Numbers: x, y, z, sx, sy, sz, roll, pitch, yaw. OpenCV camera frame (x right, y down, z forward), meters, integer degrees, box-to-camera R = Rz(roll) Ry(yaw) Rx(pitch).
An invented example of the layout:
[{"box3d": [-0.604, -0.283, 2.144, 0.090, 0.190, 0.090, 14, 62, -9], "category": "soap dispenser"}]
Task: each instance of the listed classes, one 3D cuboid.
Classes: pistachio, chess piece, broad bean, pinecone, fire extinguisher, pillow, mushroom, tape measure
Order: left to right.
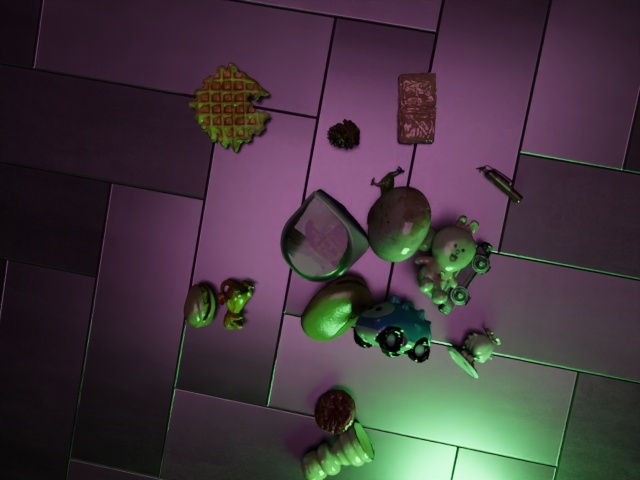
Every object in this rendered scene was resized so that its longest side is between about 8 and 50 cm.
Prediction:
[{"box3d": [-0.407, 0.218, 1.826, 0.113, 0.113, 0.149, 2, 79, 4], "category": "pistachio"}, {"box3d": [0.001, -0.001, 1.761, 0.262, 0.138, 0.259, -45, 88, 6], "category": "tape measure"}, {"box3d": [0.045, 0.720, 1.812, 0.243, 0.133, 0.133, -31, 91, 10], "category": "chess piece"}, {"box3d": [0.049, 0.226, 1.768, 0.189, 0.121, 0.263, 36, 99, -33], "category": "broad bean"}, {"box3d": [0.075, -0.346, 1.757, 0.109, 0.102, 0.102, 9, 94, 14], "category": "pinecone"}, {"box3d": [0.272, -0.042, 1.705, 0.243, 0.243, 0.244, 0, 94, 4], "category": "mushroom"}, {"box3d": [0.314, -0.429, 1.759, 0.126, 0.043, 0.233, 1, 91, -1], "category": "pillow"}, {"box3d": [0.587, -0.193, 1.757, 0.173, 0.035, 0.049, 40, 99, -2], "category": "fire extinguisher"}]

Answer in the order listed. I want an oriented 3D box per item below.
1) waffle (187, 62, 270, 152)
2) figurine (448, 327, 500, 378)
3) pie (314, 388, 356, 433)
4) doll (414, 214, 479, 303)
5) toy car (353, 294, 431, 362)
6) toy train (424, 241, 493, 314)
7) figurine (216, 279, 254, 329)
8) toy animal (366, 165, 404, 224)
[{"box3d": [-0.298, -0.438, 1.796, 0.261, 0.056, 0.250, 43, 96, -1], "category": "waffle"}, {"box3d": [0.513, 0.353, 1.760, 0.153, 0.132, 0.132, -40, 90, -6], "category": "figurine"}, {"box3d": [0.049, 0.571, 1.808, 0.154, 0.036, 0.155, -13, 63, 26], "category": "pie"}, {"box3d": [0.380, 0.052, 1.653, 0.154, 0.113, 0.275, 28, 89, -6], "category": "doll"}, {"box3d": [0.239, 0.273, 1.724, 0.255, 0.188, 0.190, 22, 77, -26], "category": "toy car"}, {"box3d": [0.440, 0.104, 1.751, 0.154, 0.115, 0.269, 34, 96, 10], "category": "toy train"}, {"box3d": [-0.302, 0.214, 1.828, 0.122, 0.121, 0.176, 18, 106, 31], "category": "figurine"}, {"box3d": [0.187, -0.160, 1.785, 0.075, 0.041, 0.217, 33, 99, -4], "category": "toy animal"}]
